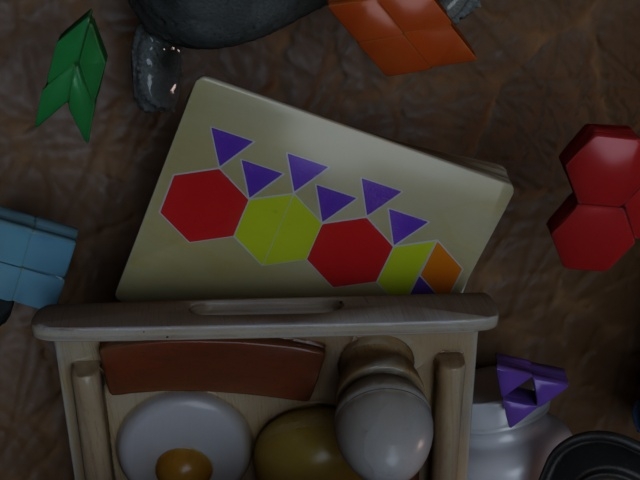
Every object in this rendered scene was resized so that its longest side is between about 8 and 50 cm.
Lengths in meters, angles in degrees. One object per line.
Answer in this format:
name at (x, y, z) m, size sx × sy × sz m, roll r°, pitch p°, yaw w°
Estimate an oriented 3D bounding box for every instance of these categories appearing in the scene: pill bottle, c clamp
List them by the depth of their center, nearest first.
c clamp at (0.172, 0.170, 0.692) m, size 0.161 × 0.022 × 0.137 m, roll 18°, pitch 116°, yaw 16°
pill bottle at (0.116, 0.157, 0.766) m, size 0.086 × 0.086 × 0.152 m, roll -14°, pitch 102°, yaw -12°

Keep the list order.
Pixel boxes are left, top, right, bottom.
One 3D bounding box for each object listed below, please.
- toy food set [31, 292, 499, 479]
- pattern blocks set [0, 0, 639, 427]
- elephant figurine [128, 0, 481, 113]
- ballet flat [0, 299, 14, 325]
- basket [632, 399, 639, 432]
toy food set at (-0.024, 0.159, 0.671) m, size 0.220 × 0.092 × 0.306 m, roll -2°, pitch 121°, yaw -3°
pattern blocks set at (0.000, 0.000, 0.650) m, size 0.325 × 0.026 × 0.285 m, roll 25°, pitch 116°, yaw -17°
elephant figurine at (0.023, -0.181, 0.630) m, size 0.240 × 0.186 × 0.169 m, roll -4°, pitch 72°, yaw -12°
ballet flat at (-0.232, -0.013, 0.662) m, size 0.173 × 0.049 × 0.057 m, roll 49°, pitch 53°, yaw -13°
basket at (0.308, 0.120, 0.722) m, size 0.201 × 0.255 × 0.288 m, roll 7°, pitch 88°, yaw -19°
